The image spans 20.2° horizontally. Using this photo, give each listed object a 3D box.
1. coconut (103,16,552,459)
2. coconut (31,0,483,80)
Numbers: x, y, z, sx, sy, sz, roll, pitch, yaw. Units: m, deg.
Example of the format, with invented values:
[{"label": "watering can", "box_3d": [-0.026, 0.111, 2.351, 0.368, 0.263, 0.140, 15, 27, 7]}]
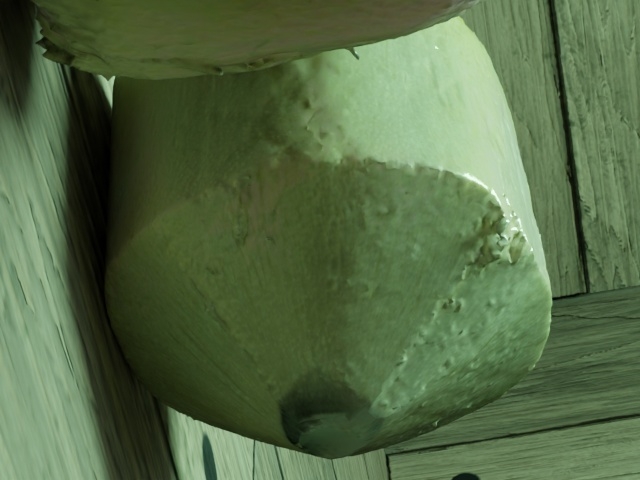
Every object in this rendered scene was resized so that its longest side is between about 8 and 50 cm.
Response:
[{"label": "coconut", "box_3d": [0.000, 0.000, 0.940, 0.239, 0.239, 0.244, 75, 5, -52]}, {"label": "coconut", "box_3d": [0.012, -0.286, 0.774, 0.404, 0.405, 0.404, -9, 90, -86]}]
